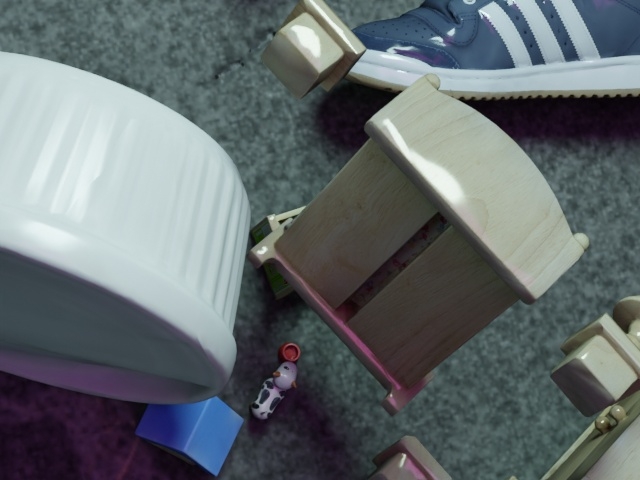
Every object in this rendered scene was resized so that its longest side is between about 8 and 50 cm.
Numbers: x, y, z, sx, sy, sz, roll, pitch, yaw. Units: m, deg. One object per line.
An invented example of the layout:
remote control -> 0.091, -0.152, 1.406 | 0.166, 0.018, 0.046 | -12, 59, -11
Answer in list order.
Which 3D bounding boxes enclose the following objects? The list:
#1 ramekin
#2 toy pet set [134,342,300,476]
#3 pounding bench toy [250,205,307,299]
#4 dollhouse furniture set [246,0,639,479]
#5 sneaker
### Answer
ramekin -> -0.166, -0.008, 1.192 | 0.273, 0.273, 0.127 | 21, 69, -11
toy pet set -> -0.079, 0.086, 1.303 | 0.122, 0.065, 0.114 | 29, 73, -8
pounding bench toy -> 0.000, 0.000, 1.331 | 0.065, 0.083, 0.052 | -18, 85, -17
dollhouse furniture set -> 0.089, 0.020, 1.259 | 0.355, 0.303, 0.174 | 48, 56, 2
sneaker -> 0.139, -0.177, 1.373 | 0.282, 0.099, 0.153 | -3, 105, -22
